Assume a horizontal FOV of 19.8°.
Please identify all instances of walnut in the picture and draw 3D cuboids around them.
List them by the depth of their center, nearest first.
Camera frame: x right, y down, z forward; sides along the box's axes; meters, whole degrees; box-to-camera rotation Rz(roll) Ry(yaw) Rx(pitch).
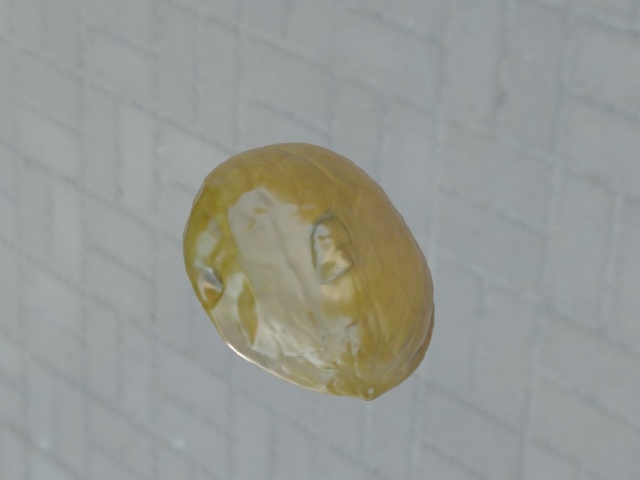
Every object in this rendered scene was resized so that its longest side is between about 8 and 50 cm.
[{"bbox_3d":[0.000,0.000,0.683,0.121,0.091,0.052,56,142,33],"label":"walnut"}]
